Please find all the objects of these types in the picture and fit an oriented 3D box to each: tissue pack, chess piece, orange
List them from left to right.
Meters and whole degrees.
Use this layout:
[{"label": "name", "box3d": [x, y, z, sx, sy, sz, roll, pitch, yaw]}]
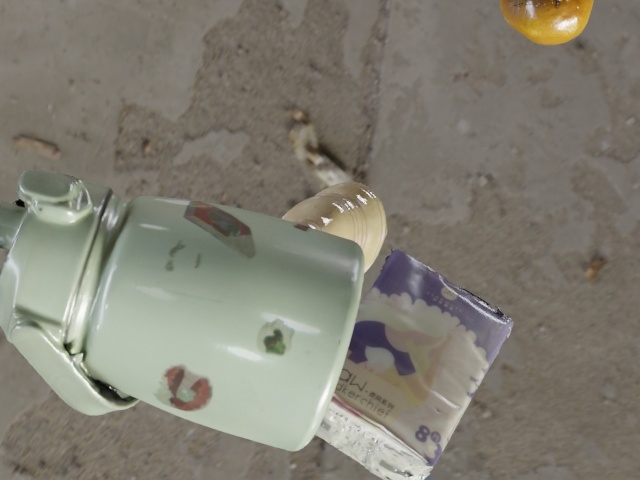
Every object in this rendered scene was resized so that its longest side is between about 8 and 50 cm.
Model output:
[{"label": "chess piece", "box3d": [0.000, 0.000, 1.414, 0.139, 0.307, 0.124, -25, 88, 9]}, {"label": "tissue pack", "box3d": [0.131, 0.202, 1.953, 0.242, 0.125, 0.344, 33, 50, 6]}, {"label": "orange", "box3d": [0.201, -0.206, 1.095, 0.086, 0.062, 0.086, -2, 35, 1]}]

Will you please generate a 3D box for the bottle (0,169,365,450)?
[{"label": "bottle", "box3d": [-0.155, 0.060, 1.148, 0.351, 0.229, 0.229, 16, 68, -7]}]
